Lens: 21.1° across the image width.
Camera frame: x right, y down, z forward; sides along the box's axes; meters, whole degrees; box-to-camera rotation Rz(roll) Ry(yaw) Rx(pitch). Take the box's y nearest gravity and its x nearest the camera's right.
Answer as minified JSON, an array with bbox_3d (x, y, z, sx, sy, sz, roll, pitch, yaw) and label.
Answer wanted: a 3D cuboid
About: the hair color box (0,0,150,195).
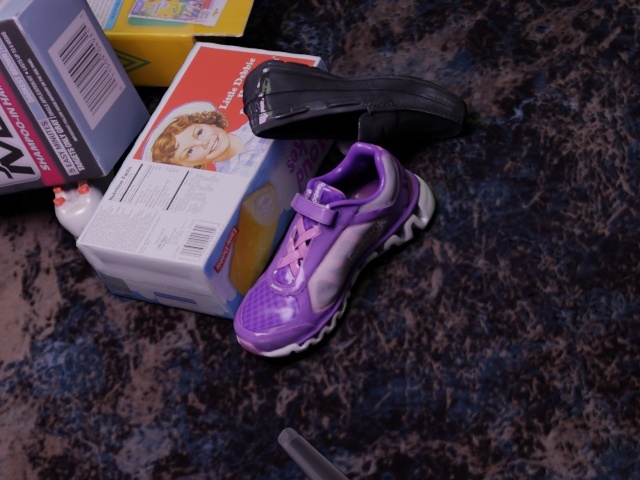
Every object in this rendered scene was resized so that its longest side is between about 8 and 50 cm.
[{"bbox_3d":[-0.380,-0.139,1.725,0.374,0.185,0.114,-8,33,31],"label":"hair color box"}]

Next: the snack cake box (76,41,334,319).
[{"bbox_3d":[-0.102,-0.063,1.667,0.152,0.089,0.264,10,58,31],"label":"snack cake box"}]

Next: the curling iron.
[{"bbox_3d":[0.060,0.232,1.396,0.068,0.035,0.274,-43,50,-19],"label":"curling iron"}]

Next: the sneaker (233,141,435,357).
[{"bbox_3d":[0.000,0.000,1.562,0.095,0.104,0.236,31,71,36],"label":"sneaker"}]

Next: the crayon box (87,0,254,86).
[{"bbox_3d":[-0.205,-0.264,1.853,0.322,0.083,0.203,3,51,16],"label":"crayon box"}]

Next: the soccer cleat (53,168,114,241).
[{"bbox_3d":[-0.236,-0.050,1.734,0.068,0.076,0.196,-23,28,7],"label":"soccer cleat"}]

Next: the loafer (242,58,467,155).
[{"bbox_3d":[0.034,-0.114,1.611,0.223,0.076,0.078,5,64,-20],"label":"loafer"}]
